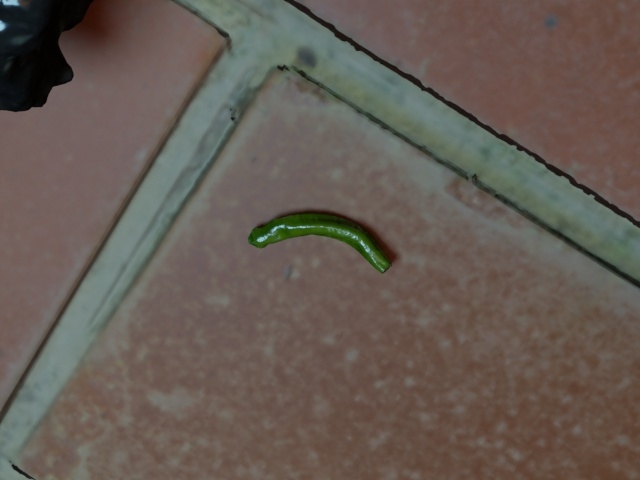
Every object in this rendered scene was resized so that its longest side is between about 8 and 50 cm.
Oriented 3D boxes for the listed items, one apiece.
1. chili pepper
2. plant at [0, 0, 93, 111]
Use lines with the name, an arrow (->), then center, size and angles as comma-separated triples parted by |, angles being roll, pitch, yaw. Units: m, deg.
chili pepper -> 0.000, 0.000, 0.736 | 0.083, 0.017, 0.030 | 5, 107, 6
plant -> -0.205, -0.172, 0.608 | 0.234, 0.178, 0.204 | 26, 62, -9
